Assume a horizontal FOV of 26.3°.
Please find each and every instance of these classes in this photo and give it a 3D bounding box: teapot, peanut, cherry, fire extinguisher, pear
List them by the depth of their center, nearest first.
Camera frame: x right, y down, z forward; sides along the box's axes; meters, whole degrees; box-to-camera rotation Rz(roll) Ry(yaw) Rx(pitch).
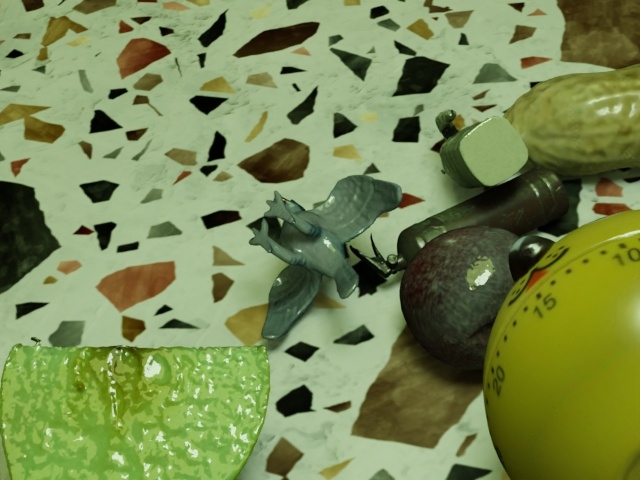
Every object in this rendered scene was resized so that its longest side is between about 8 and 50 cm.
[{"bbox_3d":[-0.194,0.236,1.456,0.288,0.139,0.239,0,58,5],"label":"pear"},{"bbox_3d":[0.170,0.056,1.562,0.176,0.140,0.176,-16,54,24],"label":"cherry"},{"bbox_3d":[0.171,-0.017,1.691,0.268,0.072,0.089,-25,64,-16],"label":"fire extinguisher"},{"bbox_3d":[0.187,-0.119,1.709,0.077,0.107,0.200,-38,3,-3],"label":"teapot"},{"bbox_3d":[0.383,-0.157,1.760,0.325,0.140,0.153,-5,24,12],"label":"peanut"}]

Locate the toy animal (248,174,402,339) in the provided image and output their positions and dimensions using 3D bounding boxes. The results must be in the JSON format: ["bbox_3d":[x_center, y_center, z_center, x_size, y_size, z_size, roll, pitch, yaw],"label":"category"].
[{"bbox_3d":[0.000,0.000,1.648,0.239,0.176,0.255,-53,48,14],"label":"toy animal"}]

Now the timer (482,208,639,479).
[{"bbox_3d":[0.316,0.116,1.338,0.376,0.376,0.387,-8,29,2],"label":"timer"}]
